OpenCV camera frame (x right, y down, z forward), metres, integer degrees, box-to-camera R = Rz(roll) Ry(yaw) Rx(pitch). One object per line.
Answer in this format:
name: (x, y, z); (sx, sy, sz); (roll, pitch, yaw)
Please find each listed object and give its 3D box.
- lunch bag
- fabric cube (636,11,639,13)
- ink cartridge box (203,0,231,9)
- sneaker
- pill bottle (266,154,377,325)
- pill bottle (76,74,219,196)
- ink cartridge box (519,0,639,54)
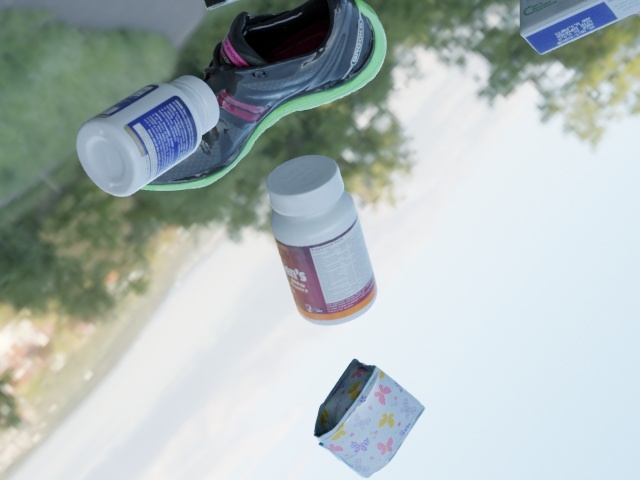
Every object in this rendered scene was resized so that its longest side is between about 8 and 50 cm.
lunch bag: (0.037, 0.157, 1.095); (0.083, 0.071, 0.053); (-57, -153, -14)
fabric cube: (0.512, -0.460, 1.642); (0.259, 0.254, 0.258); (-8, 173, -34)
ink cartridge box: (-0.037, -0.463, 1.778); (0.371, 0.175, 0.069); (-28, -167, -37)
sneaker: (-0.133, -0.256, 1.990); (0.483, 0.185, 0.202); (-34, 140, 4)
pill bottle: (0.000, 0.000, 1.727); (0.121, 0.221, 0.121); (-11, -146, 8)
pill bottle: (-0.225, -0.147, 1.672); (0.187, 0.112, 0.112); (-39, 177, -42)
ink cartridge box: (0.302, -0.317, 1.255); (0.223, 0.045, 0.224); (-21, -132, 33)
